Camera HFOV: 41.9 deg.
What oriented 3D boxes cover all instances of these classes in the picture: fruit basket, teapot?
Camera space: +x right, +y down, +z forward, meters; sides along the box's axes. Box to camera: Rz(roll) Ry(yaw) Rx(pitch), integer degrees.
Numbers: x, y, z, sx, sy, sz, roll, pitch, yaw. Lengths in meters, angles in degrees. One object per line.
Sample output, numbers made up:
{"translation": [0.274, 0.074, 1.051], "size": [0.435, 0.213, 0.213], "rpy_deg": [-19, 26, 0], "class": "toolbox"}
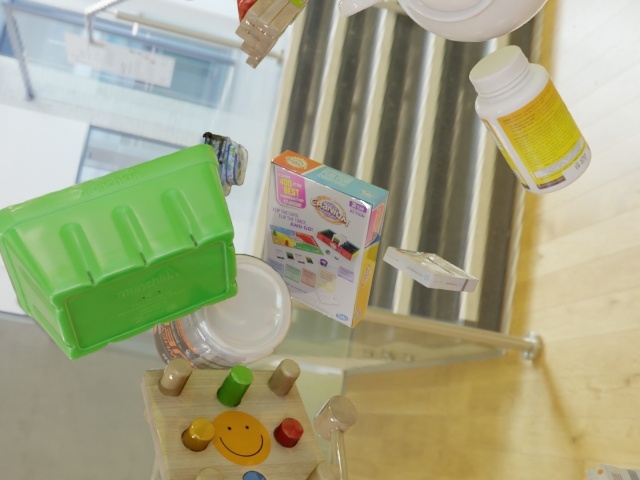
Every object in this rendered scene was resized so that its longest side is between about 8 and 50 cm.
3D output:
{"translation": [-0.343, -0.020, 1.391], "size": [0.283, 0.392, 0.392], "rpy_deg": [93, 178, -48], "class": "fruit basket"}
{"translation": [0.176, -0.364, 1.071], "size": [0.187, 0.252, 0.256], "rpy_deg": [-39, -26, -51], "class": "teapot"}

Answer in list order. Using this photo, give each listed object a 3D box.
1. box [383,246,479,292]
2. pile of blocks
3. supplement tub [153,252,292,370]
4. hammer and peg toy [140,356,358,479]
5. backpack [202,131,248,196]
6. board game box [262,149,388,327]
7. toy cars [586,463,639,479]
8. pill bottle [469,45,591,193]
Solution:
{"translation": [0.256, 0.068, 1.921], "size": [0.145, 0.186, 0.038], "rpy_deg": [33, 105, 39], "class": "box"}
{"translation": [-0.051, -0.473, 1.459], "size": [0.362, 0.112, 0.149], "rpy_deg": [-55, 8, -16], "class": "pile of blocks"}
{"translation": [-0.208, 0.163, 1.657], "size": [0.338, 0.207, 0.207], "rpy_deg": [145, 136, -59], "class": "supplement tub"}
{"translation": [-0.069, 0.300, 1.230], "size": [0.127, 0.361, 0.266], "rpy_deg": [-59, 39, 34], "class": "hammer and peg toy"}
{"translation": [-0.192, -0.144, 1.651], "size": [0.105, 0.084, 0.114], "rpy_deg": [40, -118, -78], "class": "backpack"}
{"translation": [0.000, 0.000, 1.728], "size": [0.064, 0.242, 0.317], "rpy_deg": [-41, -32, -47], "class": "board game box"}
{"translation": [0.582, 0.491, 1.322], "size": [0.087, 0.394, 0.176], "rpy_deg": [-42, -6, 25], "class": "toy cars"}
{"translation": [0.312, -0.182, 1.260], "size": [0.117, 0.215, 0.117], "rpy_deg": [-30, 26, 17], "class": "pill bottle"}
